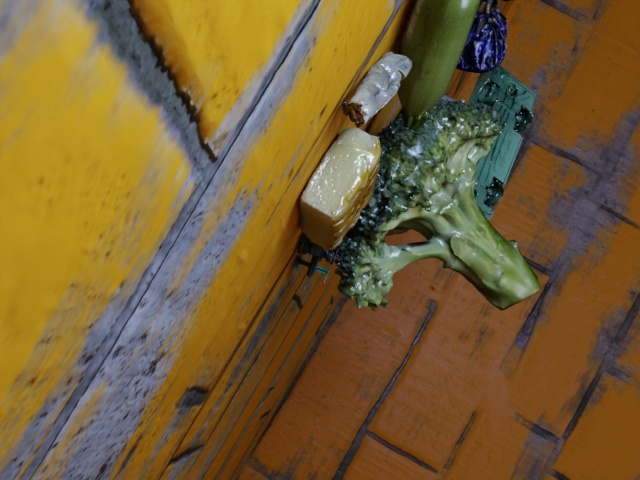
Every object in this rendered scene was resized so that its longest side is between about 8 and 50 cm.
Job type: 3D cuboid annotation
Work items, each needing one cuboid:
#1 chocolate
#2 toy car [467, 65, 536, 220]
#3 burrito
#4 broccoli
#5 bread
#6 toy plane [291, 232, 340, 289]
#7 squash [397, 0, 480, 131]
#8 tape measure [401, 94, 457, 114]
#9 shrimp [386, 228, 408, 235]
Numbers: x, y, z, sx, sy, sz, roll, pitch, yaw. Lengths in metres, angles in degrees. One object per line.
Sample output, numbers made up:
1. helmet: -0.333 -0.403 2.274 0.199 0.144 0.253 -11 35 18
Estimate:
1. chocolate: 0.307 -0.445 1.504 0.343 0.126 0.148 100 -19 -66
2. toy car: 0.339 -0.199 1.726 0.097 0.141 0.321 -6 -124 60
3. burrito: 0.074 -0.192 1.036 0.041 0.045 0.185 -38 -167 39
4. broccoli: 0.229 -0.065 1.428 0.275 0.397 0.353 -104 -151 -59
5. bread: 0.027 -0.064 1.144 0.125 0.068 0.188 -59 174 -13
6. toy plane: 0.000 0.000 1.323 0.096 0.060 0.235 -73 -179 -47
7. squash: 0.148 -0.260 1.127 0.094 0.094 0.341 -57 170 -25
8. tape measure: 0.189 -0.176 1.713 0.258 0.130 0.265 -56 168 -56
9. shrimp: 0.104 -0.030 1.681 0.251 0.143 0.052 -85 -179 -80
